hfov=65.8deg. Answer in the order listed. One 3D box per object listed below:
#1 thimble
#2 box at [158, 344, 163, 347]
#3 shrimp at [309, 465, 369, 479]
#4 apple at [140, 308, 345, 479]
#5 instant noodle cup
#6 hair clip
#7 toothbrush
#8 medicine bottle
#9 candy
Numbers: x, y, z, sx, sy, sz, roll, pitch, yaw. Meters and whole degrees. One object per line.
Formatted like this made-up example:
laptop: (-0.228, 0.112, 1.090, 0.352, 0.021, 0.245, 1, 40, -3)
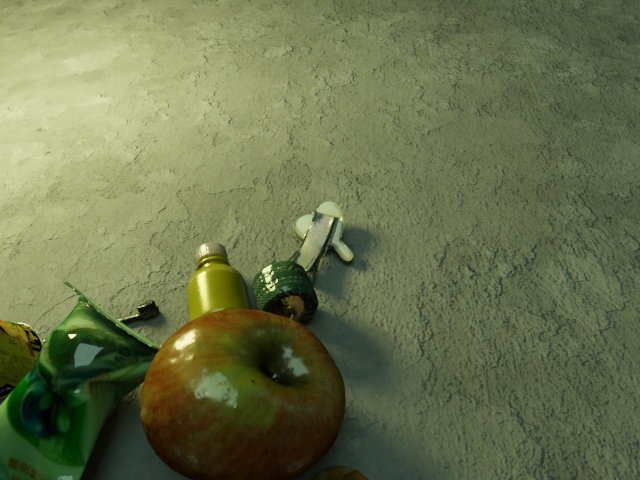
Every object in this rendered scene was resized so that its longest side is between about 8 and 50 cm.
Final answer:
thimble: (-0.071, 0.110, 0.986, 0.119, 0.135, 0.090, -17, 48, -6)
box: (-0.289, 0.226, 0.971, 0.115, 0.025, 0.048, -7, 46, -2)
shrimp: (0.033, 0.457, 0.718, 0.146, 0.059, 0.254, -10, 48, -1)
apple: (-0.126, 0.259, 0.797, 0.310, 0.250, 0.277, 30, 32, -4)
instant noodle cup: (-0.620, 0.212, 0.921, 0.152, 0.122, 0.151, -3, 66, 6)
hair clip: (0.003, 0.002, 1.126, 0.159, 0.071, 0.218, 16, 57, 10)
toothbrush: (-0.485, 0.184, 1.021, 0.298, 0.030, 0.030, -18, 25, -10)
medicine bottle: (-0.213, 0.100, 1.015, 0.122, 0.121, 0.212, -13, 48, -8)
candy: (-0.446, 0.297, 0.830, 0.263, 0.172, 0.397, 19, 66, 28)
